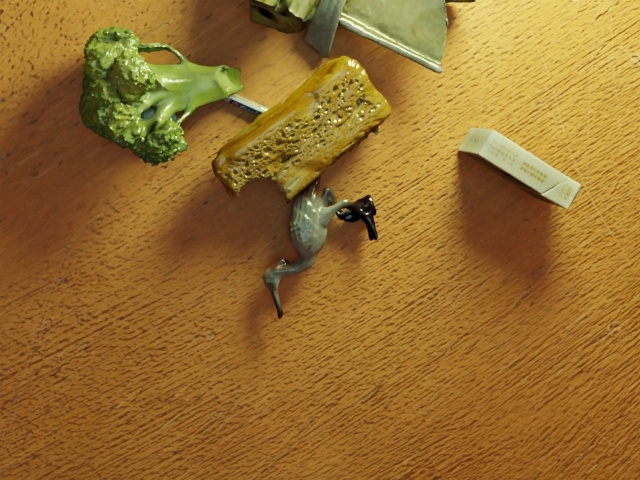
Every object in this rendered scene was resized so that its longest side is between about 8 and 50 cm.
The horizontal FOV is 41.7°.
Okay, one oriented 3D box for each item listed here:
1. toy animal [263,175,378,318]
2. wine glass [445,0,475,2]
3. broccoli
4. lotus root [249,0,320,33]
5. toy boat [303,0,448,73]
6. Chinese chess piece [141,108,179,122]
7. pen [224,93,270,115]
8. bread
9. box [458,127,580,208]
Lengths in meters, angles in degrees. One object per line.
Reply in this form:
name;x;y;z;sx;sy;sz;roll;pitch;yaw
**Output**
toy animal;-0.024;-0.008;1.793;0.324;0.090;0.195;-40;96;-4
wine glass;0.271;-0.611;1.721;0.126;0.126;0.241;3;102;-9
broccoli;-0.325;-0.281;1.627;0.301;0.186;0.254;11;71;5
lotus root;-0.068;-0.571;1.658;0.209;0.142;0.314;9;91;6
toy boat;0.119;-0.497;1.702;0.293;0.111;0.276;7;111;4
Chinese chess piece;-0.334;-0.243;1.742;0.084;0.034;0.084;-1;98;-9
pen;-0.163;-0.288;1.763;0.204;0.025;0.025;22;96;-11
bread;-0.039;-0.207;1.733;0.380;0.109;0.185;-38;111;-2
box;0.425;-0.157;1.806;0.233;0.149;0.067;29;97;-11
